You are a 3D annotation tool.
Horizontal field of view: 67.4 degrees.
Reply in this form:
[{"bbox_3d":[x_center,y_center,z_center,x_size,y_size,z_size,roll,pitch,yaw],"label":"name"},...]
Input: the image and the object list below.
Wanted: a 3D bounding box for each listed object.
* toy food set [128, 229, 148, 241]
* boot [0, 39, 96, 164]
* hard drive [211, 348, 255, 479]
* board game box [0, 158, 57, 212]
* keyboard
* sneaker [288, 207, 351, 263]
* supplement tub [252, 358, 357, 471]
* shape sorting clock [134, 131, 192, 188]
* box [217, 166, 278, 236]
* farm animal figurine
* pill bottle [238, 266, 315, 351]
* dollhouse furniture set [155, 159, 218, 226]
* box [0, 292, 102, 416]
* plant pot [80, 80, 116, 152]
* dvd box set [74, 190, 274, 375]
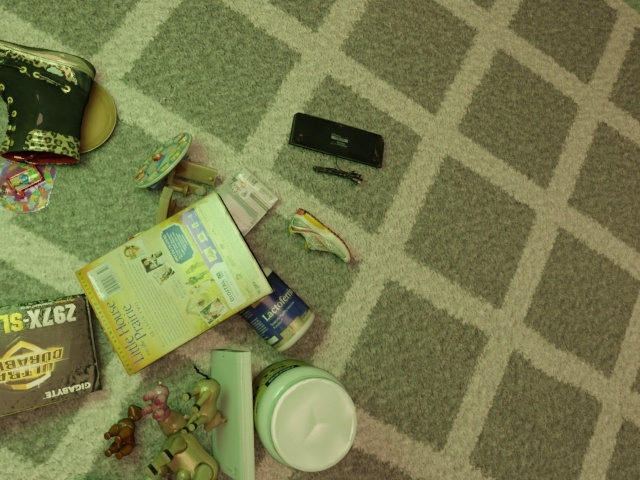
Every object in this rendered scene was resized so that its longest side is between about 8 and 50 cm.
[{"bbox_3d":[-0.495,0.014,1.347,0.082,0.020,0.083,45,73,-4],"label":"toy food set"},{"bbox_3d":[-0.793,-0.351,1.237,0.377,0.138,0.284,3,80,-20],"label":"boot"},{"bbox_3d":[-0.233,0.445,1.255,0.040,0.203,0.308,3,79,-34],"label":"hard drive"},{"bbox_3d":[-0.794,-0.158,1.286,0.133,0.033,0.169,12,78,-13],"label":"board game box"},{"bbox_3d":[0.053,-0.286,1.544,0.317,0.033,0.202,13,71,-12],"label":"keyboard"},{"bbox_3d":[0.000,0.000,1.465,0.225,0.088,0.093,37,94,-7],"label":"sneaker"},{"bbox_3d":[-0.055,0.439,1.236,0.241,0.331,0.241,3,80,-15],"label":"supplement tub"},{"bbox_3d":[-0.434,-0.223,1.317,0.040,0.206,0.206,43,71,-35],"label":"shape sorting clock"},{"bbox_3d":[-0.239,-0.104,1.429,0.145,0.038,0.186,42,72,-5],"label":"box"},{"bbox_3d":[-0.350,0.500,1.214,0.330,0.172,0.327,-25,90,19],"label":"farm animal figurine"},{"bbox_3d":[-0.155,0.171,1.347,0.265,0.153,0.153,45,73,-4],"label":"pill bottle"},{"bbox_3d":[-0.373,-0.117,1.339,0.123,0.144,0.151,15,41,-13],"label":"dollhouse furniture set"},{"bbox_3d":[-0.725,0.283,1.173,0.322,0.079,0.257,-7,81,-31],"label":"box"},{"bbox_3d":[-0.698,-0.352,1.346,0.236,0.032,0.236,2,81,-14],"label":"plant pot"},{"bbox_3d":[-0.374,0.108,1.244,0.420,0.062,0.308,-31,84,-3],"label":"dvd box set"}]
